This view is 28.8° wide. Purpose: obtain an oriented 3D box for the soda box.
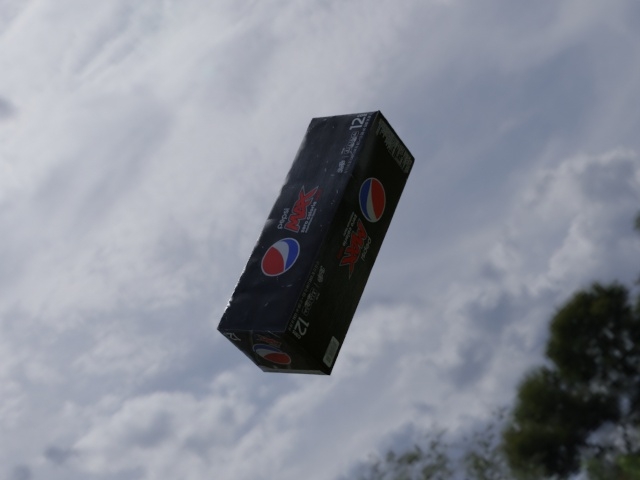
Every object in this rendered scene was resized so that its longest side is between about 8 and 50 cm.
[{"bbox_3d":[0.000,0.000,0.789,0.053,0.060,0.169,48,-126,-38],"label":"soda box"}]
